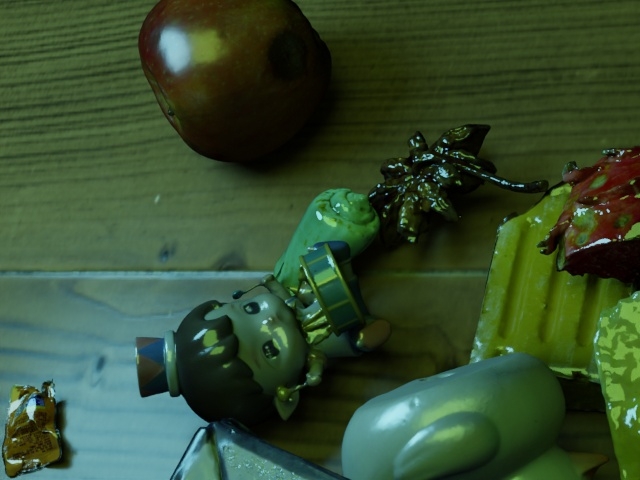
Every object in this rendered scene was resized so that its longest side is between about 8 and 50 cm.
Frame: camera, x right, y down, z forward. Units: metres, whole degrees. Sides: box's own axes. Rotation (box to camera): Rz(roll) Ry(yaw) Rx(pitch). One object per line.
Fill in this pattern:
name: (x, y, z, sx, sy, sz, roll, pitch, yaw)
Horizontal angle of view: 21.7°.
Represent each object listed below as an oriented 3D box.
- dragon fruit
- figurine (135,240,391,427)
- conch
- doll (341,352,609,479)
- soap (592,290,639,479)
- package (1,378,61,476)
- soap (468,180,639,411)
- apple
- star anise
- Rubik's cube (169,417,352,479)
dragon fruit: (0.360, -0.049, 1.682, 0.274, 0.126, 0.161, 4, 61, -8)
figurine: (-0.067, 0.111, 1.796, 0.275, 0.158, 0.161, -30, 55, 0)
conch: (0.000, 0.000, 1.902, 0.170, 0.079, 0.106, -43, 7, 26)
doll: (0.151, 0.225, 1.609, 0.251, 0.221, 0.221, -15, 51, 0)
soap: (0.480, 0.141, 1.556, 0.427, 0.115, 0.306, -13, 61, 5)
package: (-0.330, 0.211, 1.914, 0.077, 0.033, 0.111, -7, 58, 6)
soap: (0.259, 0.048, 1.758, 0.160, 0.080, 0.258, 3, 57, 22)
apple: (-0.102, -0.217, 2.013, 0.230, 0.230, 0.230, -11, 53, 15)
star anise: (0.149, -0.078, 1.883, 0.234, 0.073, 0.177, -20, 40, 23)
Rubik's cube: (-0.005, 0.376, 1.483, 0.305, 0.310, 0.307, 22, 69, 34)
